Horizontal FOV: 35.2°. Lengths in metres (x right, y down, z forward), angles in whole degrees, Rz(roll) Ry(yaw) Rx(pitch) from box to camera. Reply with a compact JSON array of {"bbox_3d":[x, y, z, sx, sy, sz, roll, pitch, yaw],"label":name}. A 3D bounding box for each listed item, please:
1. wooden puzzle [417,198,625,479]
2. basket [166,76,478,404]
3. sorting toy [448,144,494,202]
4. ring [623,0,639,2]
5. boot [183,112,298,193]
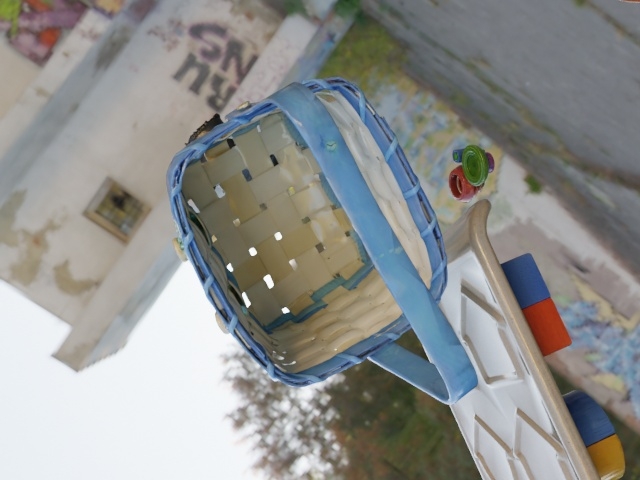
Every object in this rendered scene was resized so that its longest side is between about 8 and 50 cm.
[{"bbox_3d":[0.195,0.150,1.020,0.322,0.081,0.347,121,131,-76],"label":"wooden puzzle"},{"bbox_3d":[0.000,0.000,0.807,0.254,0.201,0.289,61,161,-12],"label":"basket"},{"bbox_3d":[0.195,-0.089,1.258,0.102,0.042,0.061,124,131,-62],"label":"sorting toy"},{"bbox_3d":[0.298,-0.412,1.189,0.336,0.032,0.336,45,171,9],"label":"ring"},{"bbox_3d":[-0.086,-0.099,1.073,0.099,0.121,0.045,43,-162,24],"label":"boot"}]
